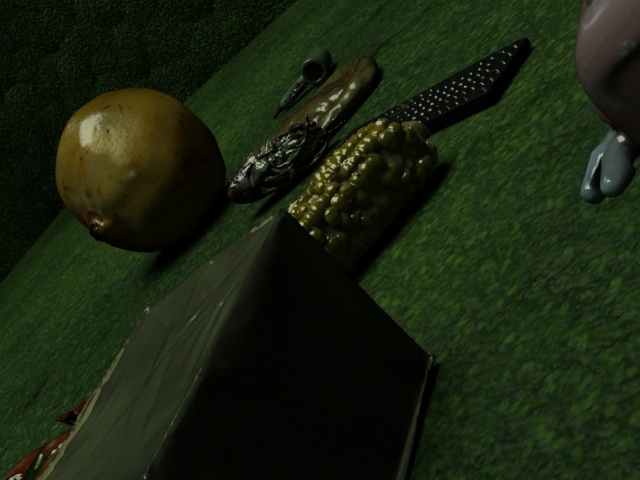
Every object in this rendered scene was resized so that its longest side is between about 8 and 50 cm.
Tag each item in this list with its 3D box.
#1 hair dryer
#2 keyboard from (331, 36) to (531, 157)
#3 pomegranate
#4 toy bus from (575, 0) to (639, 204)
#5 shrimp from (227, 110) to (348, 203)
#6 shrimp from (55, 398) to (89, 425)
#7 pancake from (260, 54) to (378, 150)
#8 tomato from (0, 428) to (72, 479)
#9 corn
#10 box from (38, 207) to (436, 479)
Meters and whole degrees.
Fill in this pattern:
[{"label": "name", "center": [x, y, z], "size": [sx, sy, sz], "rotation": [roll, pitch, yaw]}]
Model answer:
[{"label": "hair dryer", "center": [-0.036, -0.262, 1.778], "size": [0.150, 0.047, 0.071], "rotation": [-50, 10, 27]}, {"label": "keyboard", "center": [0.099, -0.132, 1.113], "size": [0.309, 0.018, 0.101], "rotation": [-21, 27, 56]}, {"label": "pomegranate", "center": [-0.283, -0.107, 1.600], "size": [0.264, 0.264, 0.264], "rotation": [-41, 16, 14]}, {"label": "toy bus", "center": [0.236, -0.148, 0.507], "size": [0.232, 0.197, 0.294], "rotation": [-43, 13, 51]}, {"label": "shrimp", "center": [-0.044, -0.110, 1.342], "size": [0.190, 0.075, 0.073], "rotation": [-30, -13, 17]}, {"label": "shrimp", "center": [-0.174, 0.140, 0.925], "size": [0.132, 0.053, 0.236], "rotation": [-6, -8, -7]}, {"label": "pancake", "center": [-0.012, -0.177, 1.474], "size": [0.236, 0.042, 0.222], "rotation": [-39, 15, 21]}, {"label": "tomato", "center": [-0.252, 0.248, 0.941], "size": [0.225, 0.085, 0.225], "rotation": [-42, 13, 12]}, {"label": "corn", "center": [0.000, 0.000, 0.914], "size": [0.288, 0.086, 0.086], "rotation": [-51, 16, -14]}, {"label": "box", "center": [-0.051, 0.126, 0.600], "size": [0.155, 0.149, 0.231], "rotation": [-34, 19, 34]}]
